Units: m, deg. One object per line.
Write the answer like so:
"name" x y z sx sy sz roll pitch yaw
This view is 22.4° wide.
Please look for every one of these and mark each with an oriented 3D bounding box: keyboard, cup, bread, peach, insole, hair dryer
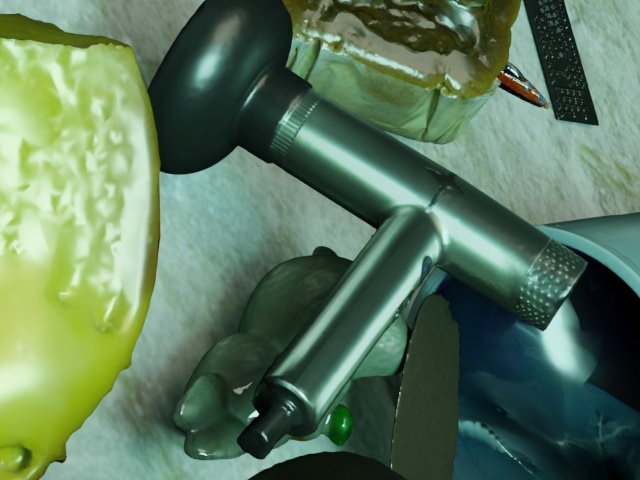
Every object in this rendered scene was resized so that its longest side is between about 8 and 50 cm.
"keyboard" 0.232 -0.206 1.603 0.064 0.010 0.198 4 66 -41
"cup" 0.271 0.132 1.274 0.311 0.257 0.331 -10 75 -48
"bread" 0.056 -0.194 1.304 0.210 0.110 0.192 21 63 -15
"peach" -0.291 0.016 0.800 0.380 0.242 0.306 -8 101 -45
"insole" 0.069 0.199 1.142 0.111 0.007 0.328 21 72 -60
"hair dryer" -0.008 -0.020 1.055 0.320 0.155 0.284 37 32 15

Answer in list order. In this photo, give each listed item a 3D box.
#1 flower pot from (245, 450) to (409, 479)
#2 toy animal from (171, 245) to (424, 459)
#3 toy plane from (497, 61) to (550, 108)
"flower pot" 0.073 0.293 0.742 0.330 0.293 0.293 31 50 -26
"toy animal" -0.040 0.090 1.108 0.236 0.108 0.138 -19 82 -44
"toy plane" 0.117 -0.164 1.419 0.189 0.061 0.130 38 44 -5
